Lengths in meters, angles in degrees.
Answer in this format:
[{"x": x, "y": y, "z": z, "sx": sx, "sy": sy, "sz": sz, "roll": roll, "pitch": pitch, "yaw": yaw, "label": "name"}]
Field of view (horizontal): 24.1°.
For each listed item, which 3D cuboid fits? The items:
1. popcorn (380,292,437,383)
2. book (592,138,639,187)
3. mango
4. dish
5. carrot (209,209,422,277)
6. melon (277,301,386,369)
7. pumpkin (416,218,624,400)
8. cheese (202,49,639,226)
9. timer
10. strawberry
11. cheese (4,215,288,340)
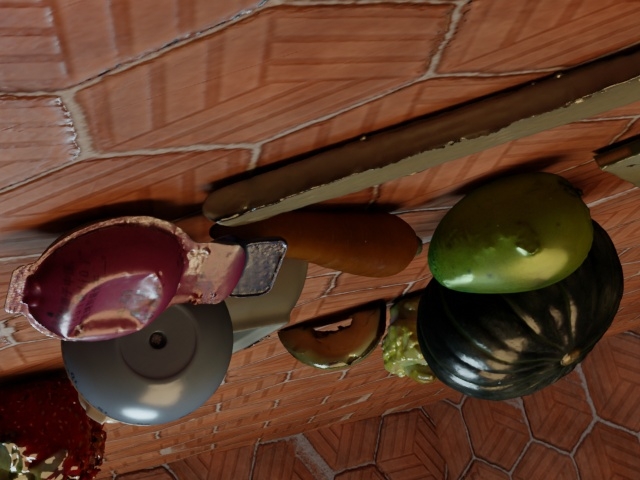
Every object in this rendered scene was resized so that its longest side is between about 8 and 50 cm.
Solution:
[{"x": 0.145, "y": 0.140, "z": 2.158, "sx": 0.126, "sy": 0.126, "sz": 0.145, "roll": -40, "pitch": 168, "yaw": -47, "label": "popcorn"}, {"x": 0.441, "y": -0.116, "z": 1.543, "sx": 0.289, "sy": 0.026, "sz": 0.201, "roll": -20, "pitch": 168, "yaw": 22, "label": "book"}, {"x": 0.188, "y": -0.002, "z": 1.514, "sx": 0.178, "sy": 0.119, "sz": 0.100, "roll": -23, "pitch": 178, "yaw": 23, "label": "mango"}, {"x": -0.110, "y": 0.078, "z": 1.604, "sx": 0.151, "sy": 0.077, "sz": 0.212, "roll": -9, "pitch": 167, "yaw": -33, "label": "dish"}, {"x": 0.000, "y": 0.000, "z": 1.423, "sx": 0.069, "sy": 0.069, "sz": 0.336, "roll": -23, "pitch": 164, "yaw": 34, "label": "carrot"}, {"x": 0.031, "y": 0.147, "z": 2.140, "sx": 0.160, "sy": 0.079, "sz": 0.128, "roll": -18, "pitch": 168, "yaw": 7, "label": "melon"}, {"x": 0.212, "y": 0.061, "z": 1.675, "sx": 0.250, "sy": 0.216, "sz": 0.250, "roll": -46, "pitch": 171, "yaw": -10, "label": "pumpkin"}, {"x": 0.097, "y": -0.082, "z": 1.224, "sx": 0.400, "sy": 0.034, "sz": 0.085, "roll": -17, "pitch": 173, "yaw": 9, "label": "cheese"}, {"x": -0.182, "y": 0.110, "z": 1.423, "sx": 0.175, "sy": 0.175, "sz": 0.255, "roll": -9, "pitch": 163, "yaw": -31, "label": "timer"}, {"x": -0.362, "y": 0.257, "z": 1.932, "sx": 0.184, "sy": 0.187, "sz": 0.201, "roll": -43, "pitch": -174, "yaw": 44, "label": "strawberry"}, {"x": -0.145, "y": 0.030, "z": 1.262, "sx": 0.244, "sy": 0.062, "sz": 0.155, "roll": -6, "pitch": 140, "yaw": -26, "label": "cheese"}]
